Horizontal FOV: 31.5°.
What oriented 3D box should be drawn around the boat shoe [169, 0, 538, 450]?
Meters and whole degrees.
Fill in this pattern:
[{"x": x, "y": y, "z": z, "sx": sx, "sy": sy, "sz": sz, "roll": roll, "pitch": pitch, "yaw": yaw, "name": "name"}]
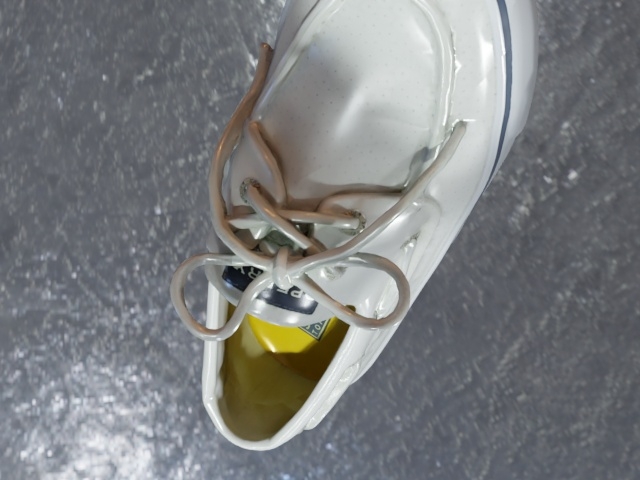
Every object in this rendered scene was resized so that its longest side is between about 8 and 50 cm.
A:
[{"x": -0.008, "y": -0.003, "z": 0.583, "sx": 0.136, "sy": 0.156, "sz": 0.367, "roll": 31, "pitch": 139, "yaw": 8, "name": "boat shoe"}]
